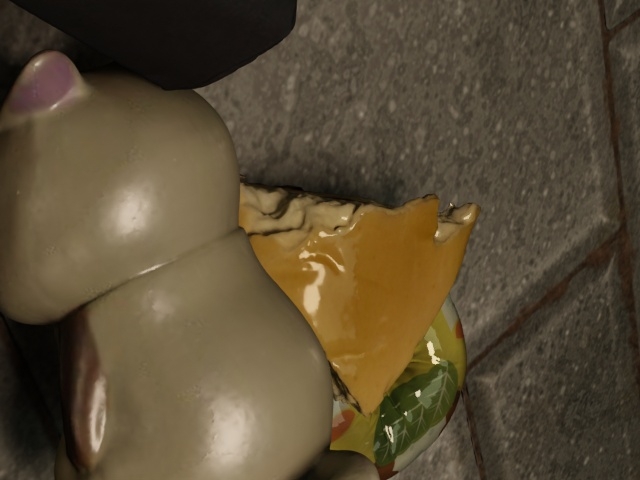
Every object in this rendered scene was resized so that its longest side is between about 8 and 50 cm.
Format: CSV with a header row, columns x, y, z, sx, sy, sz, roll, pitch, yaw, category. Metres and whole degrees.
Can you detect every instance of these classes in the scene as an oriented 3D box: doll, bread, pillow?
x,y,z,sx,sy,sz,roll,pitch,yaw,category
-0.121,0.054,0.826,0.215,0.226,0.370,-27,89,-59,doll
0.004,-0.011,0.995,0.224,0.184,0.211,-49,127,-23,bread
0.060,0.138,1.182,0.233,0.086,0.214,-30,114,-30,pillow

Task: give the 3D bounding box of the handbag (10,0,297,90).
x,y,z,sx,sy,sz,roll,pitch,yaw,category
-0.137,-0.272,0.692,0.302,0.178,0.275,25,56,-46,handbag
